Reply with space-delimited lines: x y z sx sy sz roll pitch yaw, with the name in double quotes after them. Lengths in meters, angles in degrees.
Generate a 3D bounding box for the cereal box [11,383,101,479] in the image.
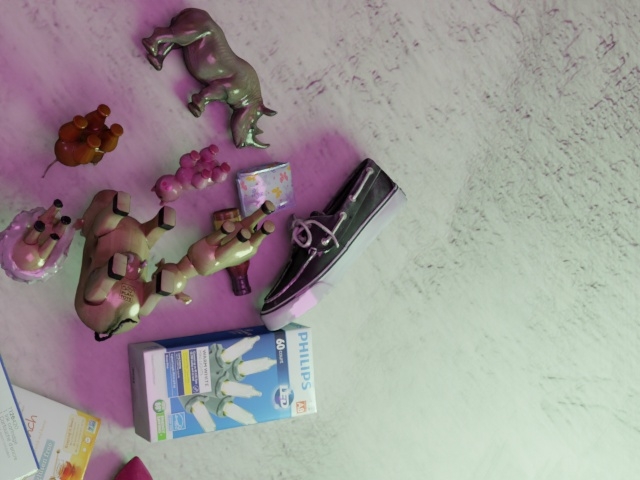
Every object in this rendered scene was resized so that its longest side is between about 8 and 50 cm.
-0.430 0.281 1.703 0.240 0.047 0.173 26 64 -26 "cereal box"

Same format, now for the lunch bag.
-0.085 -0.075 1.861 0.083 0.053 0.071 -19 105 -33 "lunch bag"

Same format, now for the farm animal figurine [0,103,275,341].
-0.248 0.001 1.700 0.330 0.172 0.327 33 45 -18 "farm animal figurine"

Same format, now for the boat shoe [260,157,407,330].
0.002 -0.001 1.877 0.306 0.113 0.105 -46 105 -18 "boat shoe"

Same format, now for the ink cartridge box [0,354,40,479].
-0.519 0.204 1.566 0.307 0.072 0.304 -22 93 -58 "ink cartridge box"

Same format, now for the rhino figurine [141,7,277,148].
-0.144 -0.223 1.807 0.106 0.073 0.243 -45 113 -12 "rhino figurine"

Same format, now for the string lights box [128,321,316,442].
-0.141 0.201 1.845 0.259 0.076 0.133 -7 96 -25 "string lights box"

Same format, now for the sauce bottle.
-0.126 0.017 1.854 0.042 0.042 0.128 -14 99 -24 "sauce bottle"

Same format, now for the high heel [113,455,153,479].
-0.211 0.417 1.843 0.244 0.082 0.117 37 62 -24 "high heel"
